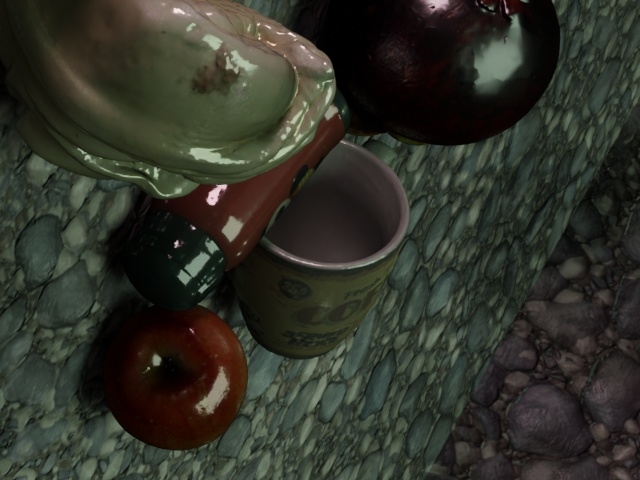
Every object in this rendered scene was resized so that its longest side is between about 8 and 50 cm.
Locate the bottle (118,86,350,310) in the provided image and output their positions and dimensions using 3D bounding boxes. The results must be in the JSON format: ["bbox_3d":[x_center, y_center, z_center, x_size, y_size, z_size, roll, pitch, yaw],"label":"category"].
[{"bbox_3d":[-0.110,-0.064,2.234,0.336,0.144,0.144,-52,153,-24],"label":"bottle"}]

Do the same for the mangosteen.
[{"bbox_3d":[0.143,-0.251,2.428,0.307,0.307,0.347,-48,-179,-37],"label":"mangosteen"}]

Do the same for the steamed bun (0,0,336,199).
[{"bbox_3d":[-0.167,-0.149,1.808,0.310,0.324,0.219,10,107,-57],"label":"steamed bun"}]

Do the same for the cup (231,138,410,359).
[{"bbox_3d":[0.000,0.000,2.453,0.301,0.227,0.257,-51,165,-37],"label":"cup"}]

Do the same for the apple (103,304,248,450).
[{"bbox_3d":[-0.173,0.163,2.262,0.168,0.181,0.181,32,82,-84],"label":"apple"}]
